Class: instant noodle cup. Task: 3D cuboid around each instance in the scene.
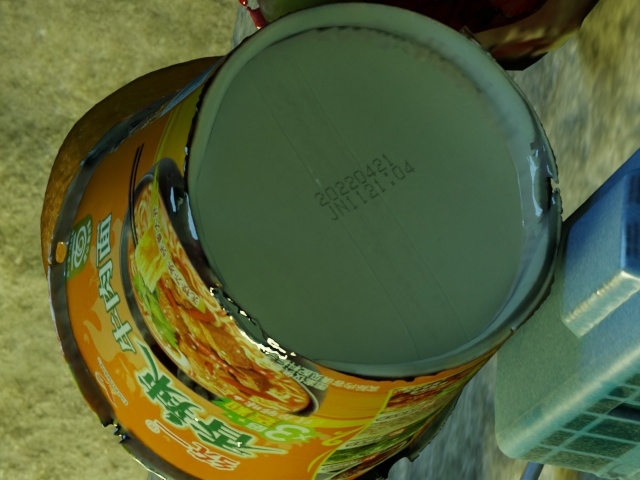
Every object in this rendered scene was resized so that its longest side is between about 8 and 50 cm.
[{"bbox_3d":[0.000,0.000,0.880,0.182,0.230,0.230,137,143,-65],"label":"instant noodle cup"}]

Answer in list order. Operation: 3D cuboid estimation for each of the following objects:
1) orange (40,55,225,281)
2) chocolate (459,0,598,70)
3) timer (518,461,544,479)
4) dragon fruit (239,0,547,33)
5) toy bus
[{"bbox_3d":[-0.095,-0.016,1.730,0.357,0.322,0.322,-80,4,-80],"label":"orange"},{"bbox_3d":[0.112,-0.280,1.228,0.210,0.225,0.340,-53,26,36],"label":"chocolate"},{"bbox_3d":[0.063,0.219,1.100,0.255,0.175,0.175,-89,16,-46],"label":"timer"},{"bbox_3d":[0.029,-0.196,0.979,0.243,0.227,0.307,58,162,24],"label":"dragon fruit"},{"bbox_3d":[0.168,0.031,0.838,0.234,0.134,0.116,124,157,-65],"label":"toy bus"}]
